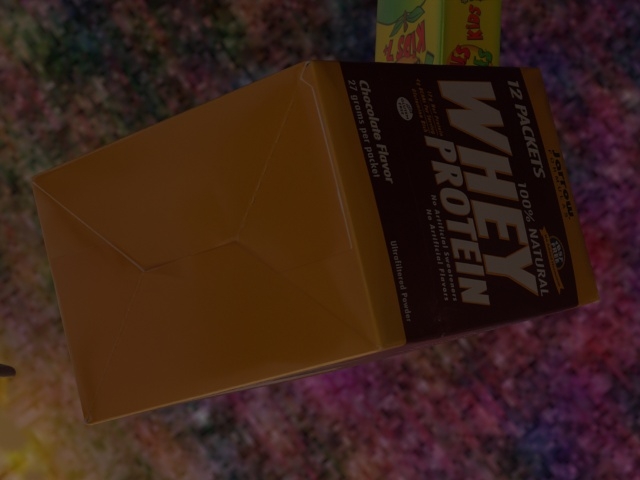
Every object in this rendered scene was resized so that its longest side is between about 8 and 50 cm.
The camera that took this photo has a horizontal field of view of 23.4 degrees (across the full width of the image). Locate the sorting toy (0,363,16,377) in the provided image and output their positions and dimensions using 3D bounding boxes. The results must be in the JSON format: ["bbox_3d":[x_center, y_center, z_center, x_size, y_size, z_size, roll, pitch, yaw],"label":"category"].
[{"bbox_3d":[-0.256,0.081,1.088,0.062,0.012,0.083,18,179,14],"label":"sorting toy"}]

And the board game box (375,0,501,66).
[{"bbox_3d":[0.072,-0.111,0.971,0.092,0.043,0.181,170,104,-65],"label":"board game box"}]

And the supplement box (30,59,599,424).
[{"bbox_3d":[0.000,0.000,0.780,0.191,0.194,0.129,-18,83,38],"label":"supplement box"}]
